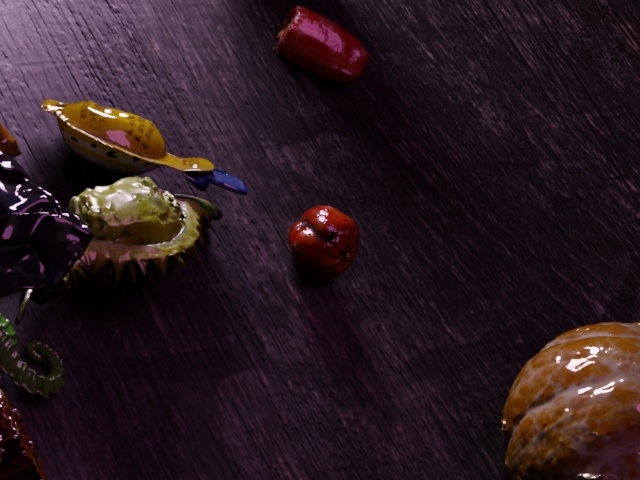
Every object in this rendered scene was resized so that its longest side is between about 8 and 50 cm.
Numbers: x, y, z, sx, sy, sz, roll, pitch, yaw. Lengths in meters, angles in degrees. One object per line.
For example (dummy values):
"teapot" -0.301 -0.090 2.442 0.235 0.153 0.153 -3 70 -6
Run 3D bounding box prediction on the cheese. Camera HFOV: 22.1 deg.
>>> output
"cheese" -0.199 -0.102 1.854 0.250 0.064 0.156 21 10 -9

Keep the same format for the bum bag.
"bum bag" -0.361 -0.050 1.644 0.137 0.074 0.310 -35 58 -22

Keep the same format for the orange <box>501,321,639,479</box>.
"orange" 0.374 0.247 1.929 0.329 0.249 0.329 19 53 -27

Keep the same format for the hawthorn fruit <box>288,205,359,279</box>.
"hawthorn fruit" 0.000 0.000 1.962 0.093 0.093 0.093 23 43 -24

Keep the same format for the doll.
"doll" -0.330 0.087 1.622 0.190 0.050 0.115 46 32 -3

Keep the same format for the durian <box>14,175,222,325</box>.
"durian" -0.206 -0.001 1.751 0.132 0.106 0.375 56 33 5

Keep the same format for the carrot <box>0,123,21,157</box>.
"carrot" -0.452 -0.181 1.748 0.314 0.066 0.066 35 39 -12

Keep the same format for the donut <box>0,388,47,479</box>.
"donut" -0.348 0.196 1.462 0.186 0.144 0.126 -19 59 -16

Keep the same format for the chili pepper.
"chili pepper" 0.005 -0.263 2.218 0.123 0.070 0.073 28 24 -16
